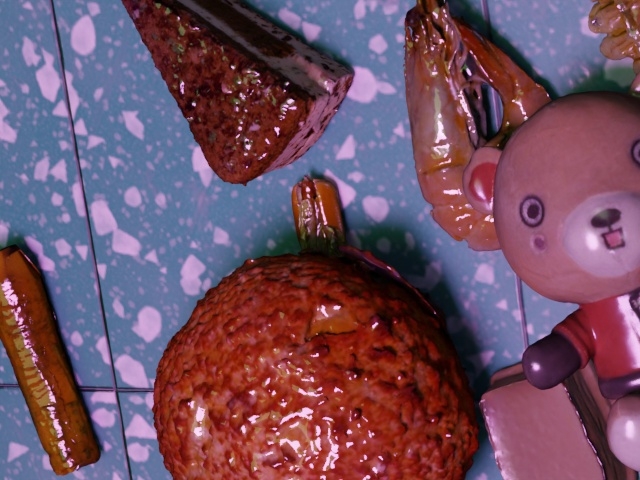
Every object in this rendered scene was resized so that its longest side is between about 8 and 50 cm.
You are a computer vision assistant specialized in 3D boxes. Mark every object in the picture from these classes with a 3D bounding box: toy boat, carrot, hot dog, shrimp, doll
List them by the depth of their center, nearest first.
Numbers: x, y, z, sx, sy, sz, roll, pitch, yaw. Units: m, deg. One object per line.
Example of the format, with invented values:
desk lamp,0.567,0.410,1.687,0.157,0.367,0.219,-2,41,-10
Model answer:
doll,0.276,0.026,1.619,0.235,0.174,0.330,-25,88,19
shrimp,0.141,-0.121,1.718,0.145,0.061,0.267,-16,93,24
toy boat,0.226,0.203,1.758,0.116,0.061,0.188,-21,93,33
hot dog,0.000,0.000,1.846,0.056,0.041,0.133,-6,101,32
carrot,-0.307,0.132,2.052,0.070,0.070,0.260,-15,96,33

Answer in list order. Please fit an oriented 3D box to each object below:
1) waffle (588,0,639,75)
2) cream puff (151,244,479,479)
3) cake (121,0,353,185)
waffle,0.304,-0.218,1.590,0.169,0.036,0.184,21,121,30
cream puff,-0.017,0.183,1.783,0.350,0.229,0.350,13,124,21
cake,-0.106,-0.161,1.823,0.246,0.112,0.135,35,121,18
